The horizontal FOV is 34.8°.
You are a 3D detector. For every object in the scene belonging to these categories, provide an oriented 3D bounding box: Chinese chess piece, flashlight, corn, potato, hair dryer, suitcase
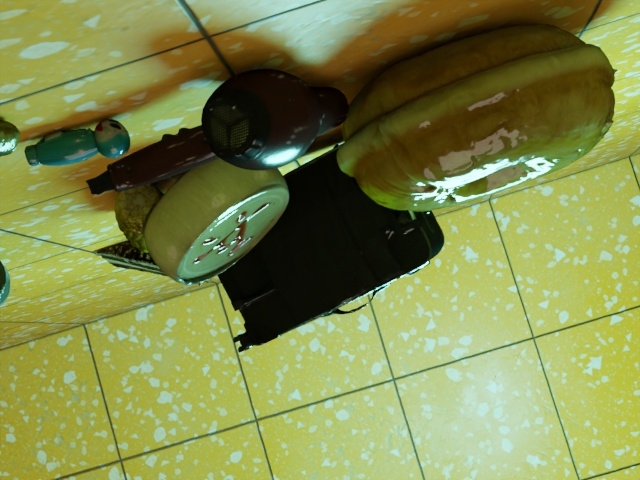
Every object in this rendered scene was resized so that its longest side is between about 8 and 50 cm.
[{"bbox_3d":[-0.167,-0.040,1.646,0.250,0.103,0.250,-39,164,-13],"label":"Chinese chess piece"},{"bbox_3d":[-0.302,-0.116,1.275,0.129,0.051,0.051,-15,173,-3],"label":"flashlight"},{"bbox_3d":[-0.299,-0.036,1.749,0.101,0.101,0.310,-16,172,-2],"label":"corn"},{"bbox_3d":[-0.373,-0.114,1.144,0.046,0.045,0.092,22,-167,31],"label":"potato"},{"bbox_3d":[-0.147,-0.126,1.343,0.340,0.123,0.312,-18,-177,21],"label":"hair dryer"},{"bbox_3d":[0.000,0.000,1.822,0.434,0.283,0.194,-28,179,20],"label":"suitcase"}]

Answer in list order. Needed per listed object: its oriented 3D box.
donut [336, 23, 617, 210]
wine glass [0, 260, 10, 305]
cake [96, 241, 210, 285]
[{"bbox_3d":[0.234,-0.175,1.505,0.449,0.198,0.449,-19,173,-2],"label":"donut"},{"bbox_3d":[-0.627,0.080,1.890,0.103,0.103,0.231,-15,176,-16],"label":"wine glass"},{"bbox_3d":[-0.351,0.006,2.240,0.246,0.135,0.112,11,166,12],"label":"cake"}]
